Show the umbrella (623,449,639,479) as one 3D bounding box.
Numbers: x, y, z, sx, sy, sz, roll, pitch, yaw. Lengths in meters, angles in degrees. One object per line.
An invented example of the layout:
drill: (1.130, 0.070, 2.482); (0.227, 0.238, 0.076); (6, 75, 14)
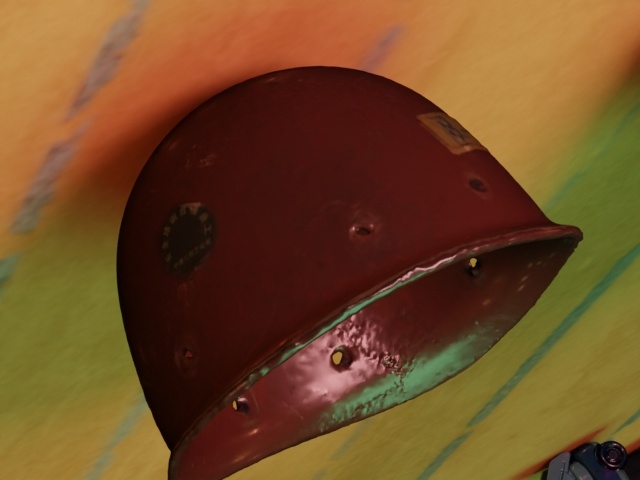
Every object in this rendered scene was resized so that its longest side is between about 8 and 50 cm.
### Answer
umbrella: (0.191, 0.226, 1.506); (0.248, 0.071, 0.071); (-30, 160, 3)

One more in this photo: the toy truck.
toy truck: (0.180, 0.186, 1.382); (0.090, 0.073, 0.056); (-24, 158, -20)

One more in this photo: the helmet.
helmet: (0.000, 0.000, 0.653); (0.155, 0.106, 0.175); (-37, 161, 23)
